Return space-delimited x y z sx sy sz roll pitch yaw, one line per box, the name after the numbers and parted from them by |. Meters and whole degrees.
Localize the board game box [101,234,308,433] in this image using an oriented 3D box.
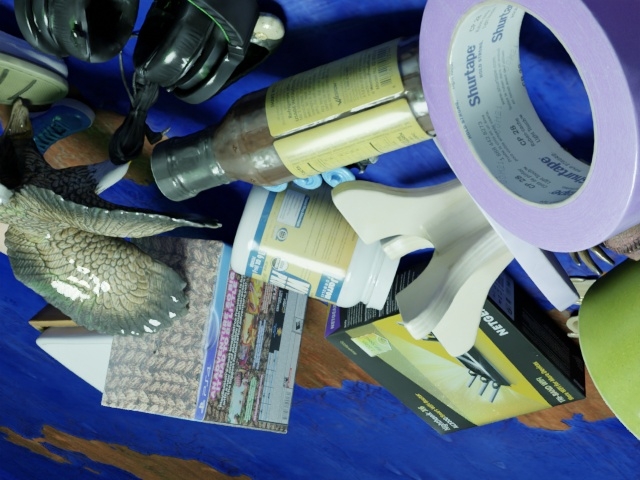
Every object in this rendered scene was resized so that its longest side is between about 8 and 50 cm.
-0.148 0.135 1.705 0.141 0.232 0.291 5 170 24 | board game box

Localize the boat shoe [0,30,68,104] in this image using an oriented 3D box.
-0.432 -0.239 1.426 0.302 0.103 0.113 13 153 -33 | boat shoe

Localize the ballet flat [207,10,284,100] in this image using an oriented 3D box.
-0.087 -0.199 1.348 0.057 0.049 0.173 27 151 -18 | ballet flat

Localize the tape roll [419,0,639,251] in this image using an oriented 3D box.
0.206 -0.132 1.085 0.275 0.090 0.274 41 144 40 | tape roll

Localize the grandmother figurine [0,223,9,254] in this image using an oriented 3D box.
-0.527 -0.056 1.832 0.342 0.104 0.208 33 122 -20 | grandmother figurine

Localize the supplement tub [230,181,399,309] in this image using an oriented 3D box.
0.000 0.000 1.555 0.200 0.144 0.144 18 152 1 | supplement tub

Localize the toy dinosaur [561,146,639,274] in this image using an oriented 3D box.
0.309 -0.036 1.231 0.200 0.295 0.127 -38 98 14 | toy dinosaur

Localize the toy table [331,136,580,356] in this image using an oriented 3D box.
0.148 0.003 1.364 0.161 0.252 0.274 -34 103 11 | toy table

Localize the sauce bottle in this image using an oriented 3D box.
-0.020 -0.122 1.302 0.345 0.111 0.111 -15 140 23 | sauce bottle

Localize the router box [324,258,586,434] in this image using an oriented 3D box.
0.193 0.148 1.725 0.243 0.081 0.309 -21 135 31 | router box

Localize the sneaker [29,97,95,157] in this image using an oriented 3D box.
-0.357 -0.131 1.596 0.152 0.084 0.058 -6 144 38 | sneaker

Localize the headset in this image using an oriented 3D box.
-0.196 -0.203 1.261 0.244 0.185 0.394 19 169 -1 | headset

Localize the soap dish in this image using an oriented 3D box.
-0.318 0.186 2.112 0.229 0.118 0.291 -4 145 36 | soap dish

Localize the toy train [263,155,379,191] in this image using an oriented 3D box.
-0.022 -0.115 1.439 0.184 0.080 0.105 0 138 34 | toy train

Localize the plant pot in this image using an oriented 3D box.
0.471 0.061 1.310 0.275 0.274 0.293 24 136 -11 | plant pot

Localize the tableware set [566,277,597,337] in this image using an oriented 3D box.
0.388 0.098 1.636 0.141 0.020 0.168 6 150 21 | tableware set

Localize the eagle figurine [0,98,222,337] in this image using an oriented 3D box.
-0.286 -0.028 1.481 0.298 0.225 0.226 44 -176 12 | eagle figurine
